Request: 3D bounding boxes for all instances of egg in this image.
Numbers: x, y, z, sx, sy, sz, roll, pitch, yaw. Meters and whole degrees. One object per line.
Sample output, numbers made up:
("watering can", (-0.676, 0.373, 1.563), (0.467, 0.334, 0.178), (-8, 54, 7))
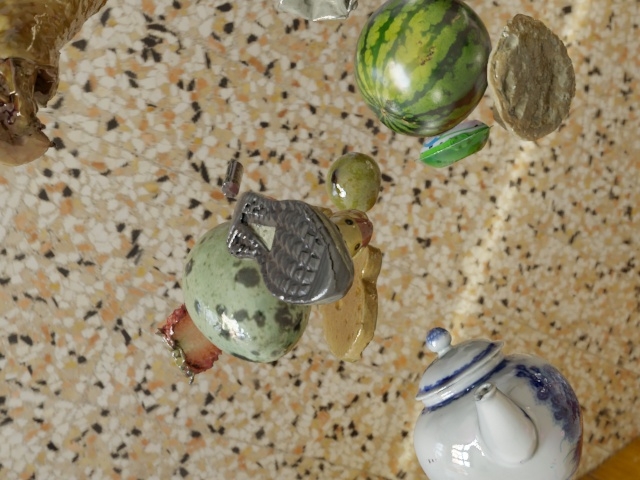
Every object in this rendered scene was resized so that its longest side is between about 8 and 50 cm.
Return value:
("egg", (-0.095, 0.071, 0.981), (0.177, 0.228, 0.177), (-14, 132, -16))

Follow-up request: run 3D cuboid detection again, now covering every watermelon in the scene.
("watermelon", (0.208, -0.357, 1.458), (0.285, 0.285, 0.285), (-6, 103, -27))

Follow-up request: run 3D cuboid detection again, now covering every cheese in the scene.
("cheese", (0.320, -0.235, 1.769), (0.204, 0.320, 0.083), (-25, 94, 3))

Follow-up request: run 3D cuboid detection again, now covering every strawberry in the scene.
("strawberry", (-0.231, 0.170, 1.459), (0.208, 0.087, 0.167), (-35, 127, -25))

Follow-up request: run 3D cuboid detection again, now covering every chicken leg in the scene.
("chicken leg", (-0.359, -0.245, 0.767), (0.295, 0.182, 0.409), (-1, 59, -13))

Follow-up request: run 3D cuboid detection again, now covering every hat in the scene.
("hat", (0.011, -0.538, 1.327), (0.149, 0.214, 0.244), (19, 61, -21))

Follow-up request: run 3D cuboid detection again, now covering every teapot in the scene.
("teapot", (0.245, 0.252, 1.082), (0.252, 0.424, 0.280), (-33, 82, 0))

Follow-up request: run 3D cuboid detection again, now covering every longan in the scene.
("longan", (0.095, -0.143, 1.831), (0.176, 0.145, 0.154), (17, 112, -35))

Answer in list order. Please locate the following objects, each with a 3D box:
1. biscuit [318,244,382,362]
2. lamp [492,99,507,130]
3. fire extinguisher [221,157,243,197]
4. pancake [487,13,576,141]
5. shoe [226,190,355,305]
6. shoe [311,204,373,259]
("biscuit", (0.083, 0.134, 1.790), (0.057, 0.344, 0.287), (14, 112, -18))
("lamp", (0.502, -0.358, 1.735), (0.161, 0.161, 0.185), (-7, 117, -26))
("fire extinguisher", (-0.211, -0.156, 1.741), (0.043, 0.158, 0.064), (-17, 118, 8))
("pancake", (0.251, -0.195, 0.857), (0.152, 0.025, 0.151), (-5, 99, -34))
("shoe", (-0.011, 0.006, 0.585), (0.077, 0.194, 0.074), (16, 95, -29))
("shoe", (-0.001, 0.003, 0.708), (0.069, 0.109, 0.072), (-19, 119, -47))
